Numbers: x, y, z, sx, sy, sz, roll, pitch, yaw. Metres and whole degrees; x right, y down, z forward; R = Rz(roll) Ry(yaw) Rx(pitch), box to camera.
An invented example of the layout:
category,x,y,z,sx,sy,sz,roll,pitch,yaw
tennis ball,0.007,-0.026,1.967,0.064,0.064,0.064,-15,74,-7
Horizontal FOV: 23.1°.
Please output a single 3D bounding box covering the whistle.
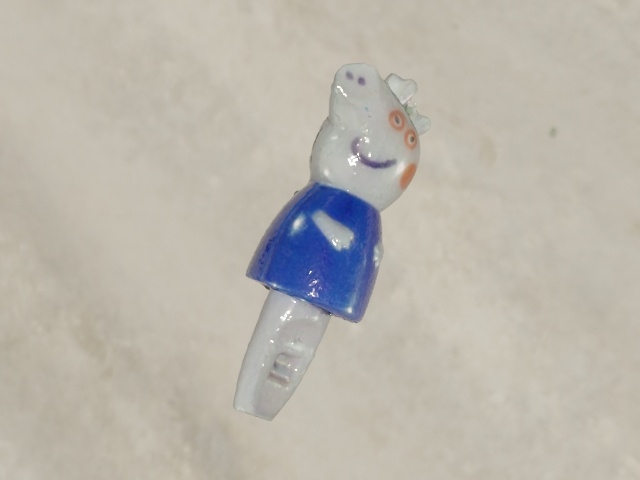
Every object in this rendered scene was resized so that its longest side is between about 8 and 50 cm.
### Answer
category,x,y,z,sx,sy,sz,roll,pitch,yaw
whistle,0.000,0.000,0.347,0.029,0.083,0.033,19,-4,44
